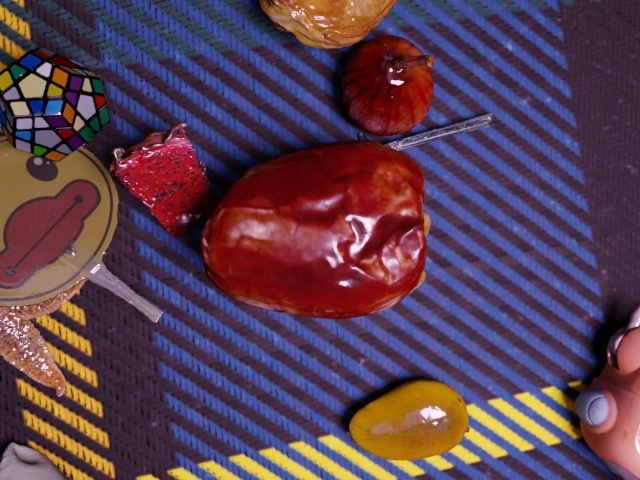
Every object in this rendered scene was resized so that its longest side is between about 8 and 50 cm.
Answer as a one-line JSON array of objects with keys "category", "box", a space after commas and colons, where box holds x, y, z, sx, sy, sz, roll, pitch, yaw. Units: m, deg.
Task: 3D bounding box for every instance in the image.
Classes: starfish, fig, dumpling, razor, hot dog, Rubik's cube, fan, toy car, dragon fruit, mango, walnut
[{"category": "starfish", "box": [-0.409, 0.056, 0.662, 0.295, 0.048, 0.231, 35, 76, -10]}, {"category": "fig", "box": [0.088, -0.190, 0.676, 0.128, 0.150, 0.129, -3, 122, -4]}, {"category": "dumpling", "box": [-0.340, 0.351, 0.642, 0.216, 0.104, 0.149, 26, 125, 31]}, {"category": "razor", "box": [0.153, -0.141, 0.732, 0.190, 0.033, 0.066, -16, 93, -7]}, {"category": "hot dog", "box": [0.028, -0.357, 0.675, 0.175, 0.114, 0.259, 39, 89, -11]}, {"category": "Rubik's cube", "box": [-0.320, -0.160, 0.633, 0.111, 0.133, 0.133, -23, 95, -39]}, {"category": "fan", "box": [-0.334, -0.005, 0.662, 0.335, 0.011, 0.230, 37, 72, -5]}, {"category": "toy car", "box": [0.467, 0.226, 0.714, 0.212, 0.180, 0.271, 28, 88, 5]}, {"category": "dragon fruit", "box": [-0.191, -0.090, 0.665, 0.102, 0.096, 0.147, -22, 137, -2]}, {"category": "mango", "box": [0.118, 0.244, 0.718, 0.160, 0.076, 0.103, -11, 97, -3]}, {"category": "walnut", "box": [0.000, 0.000, 0.647, 0.268, 0.244, 0.222, -1, 53, 0]}]
